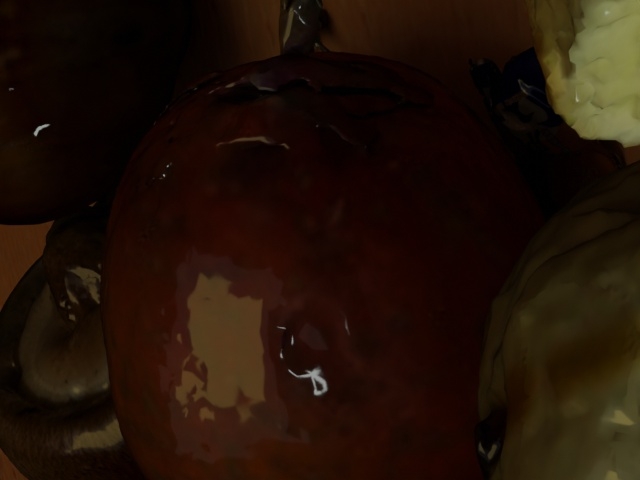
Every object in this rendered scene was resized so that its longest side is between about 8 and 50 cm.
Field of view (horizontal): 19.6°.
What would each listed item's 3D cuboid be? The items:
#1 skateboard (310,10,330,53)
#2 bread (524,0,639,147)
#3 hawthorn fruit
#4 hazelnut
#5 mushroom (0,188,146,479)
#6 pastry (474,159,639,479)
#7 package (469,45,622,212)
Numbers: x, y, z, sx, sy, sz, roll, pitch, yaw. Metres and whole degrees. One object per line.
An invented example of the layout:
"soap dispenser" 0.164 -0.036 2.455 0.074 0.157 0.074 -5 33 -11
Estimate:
"skateboard" 0.012 -0.097 1.149 0.083 0.032 0.064 43 150 31
"bread" 0.140 -0.238 0.654 0.236 0.165 0.375 107 160 -49
"hawthorn fruit" 0.000 0.000 1.021 0.276 0.276 0.307 16 126 48
"hazelnut" -0.187 -0.126 1.233 0.217 0.217 0.251 119 158 -50
"mushroom" -0.117 0.061 1.260 0.253 0.153 0.253 -25 50 34
"pastry" 0.225 0.134 0.744 0.312 0.388 0.389 -3 116 9
"package" 0.124 -0.059 1.019 0.077 0.033 0.111 -12 123 39
